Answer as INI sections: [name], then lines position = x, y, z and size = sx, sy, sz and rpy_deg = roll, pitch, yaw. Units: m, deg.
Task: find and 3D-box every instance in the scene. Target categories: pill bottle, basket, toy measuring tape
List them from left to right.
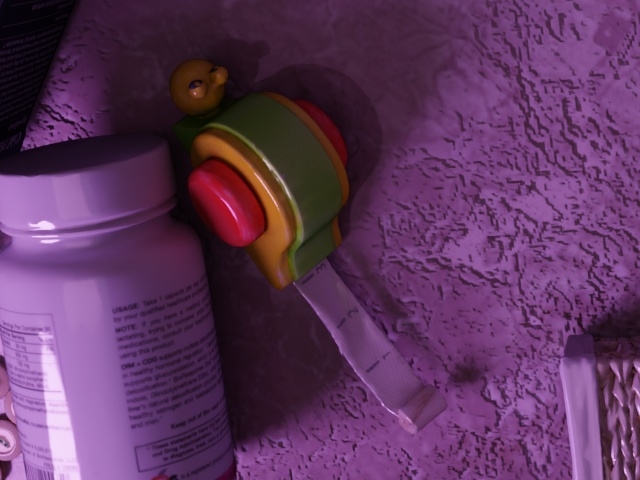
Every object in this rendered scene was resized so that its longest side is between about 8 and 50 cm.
[pill bottle]
position = -0.159, 0.071, 1.333
size = 0.160, 0.160, 0.283
rpy_deg = -4, 105, 14
[toy measuring tape]
position = 0.000, 0.000, 1.296
size = 0.121, 0.121, 0.330
rpy_deg = -35, 95, 19
[basket]
position = 0.235, 0.152, 1.280
size = 0.103, 0.113, 0.167
rpy_deg = -6, 95, 11

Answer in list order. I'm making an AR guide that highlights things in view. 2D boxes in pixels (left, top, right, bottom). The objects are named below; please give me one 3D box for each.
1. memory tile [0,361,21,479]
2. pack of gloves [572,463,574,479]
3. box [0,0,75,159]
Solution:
[memory tile]
position = -0.307, 0.133, 1.464
size = 0.148, 0.012, 0.113
rpy_deg = 36, 110, 1
[pack of gloves]
position = 0.289, 0.285, 1.351
size = 0.195, 0.046, 0.232
rpy_deg = 2, 106, 13
[box]
position = -0.344, -0.250, 1.271
size = 0.343, 0.179, 0.312
rpy_deg = 25, 107, 5
